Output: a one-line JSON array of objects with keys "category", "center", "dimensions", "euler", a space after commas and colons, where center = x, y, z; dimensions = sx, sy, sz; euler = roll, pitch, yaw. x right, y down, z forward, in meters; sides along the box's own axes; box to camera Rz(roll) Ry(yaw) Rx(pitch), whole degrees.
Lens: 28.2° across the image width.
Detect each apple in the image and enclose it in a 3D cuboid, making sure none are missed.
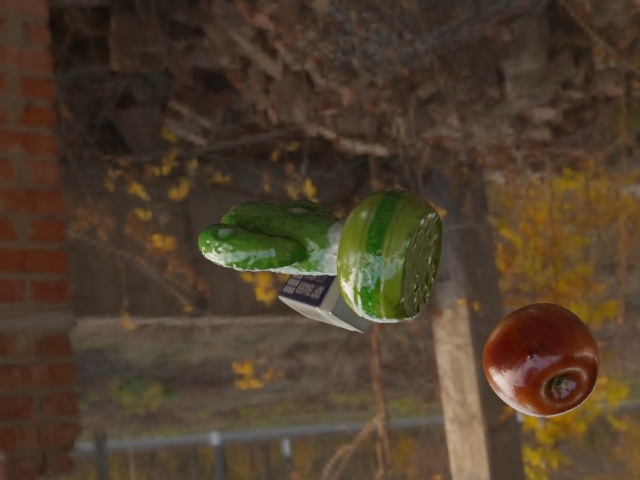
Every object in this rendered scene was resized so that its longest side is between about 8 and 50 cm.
[{"category": "apple", "center": [0.315, 0.172, 1.808], "dimensions": [0.163, 0.163, 0.139], "euler": [-1, -151, -29]}]

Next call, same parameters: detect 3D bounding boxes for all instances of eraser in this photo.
[{"category": "eraser", "center": [0.026, 0.073, 2.106], "dimensions": [0.081, 0.124, 0.279], "euler": [33, 172, -17]}]

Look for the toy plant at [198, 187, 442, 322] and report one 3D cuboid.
[{"category": "toy plant", "center": [0.000, 0.000, 1.788], "dimensions": [0.315, 0.185, 0.224], "euler": [11, -158, 20]}]
